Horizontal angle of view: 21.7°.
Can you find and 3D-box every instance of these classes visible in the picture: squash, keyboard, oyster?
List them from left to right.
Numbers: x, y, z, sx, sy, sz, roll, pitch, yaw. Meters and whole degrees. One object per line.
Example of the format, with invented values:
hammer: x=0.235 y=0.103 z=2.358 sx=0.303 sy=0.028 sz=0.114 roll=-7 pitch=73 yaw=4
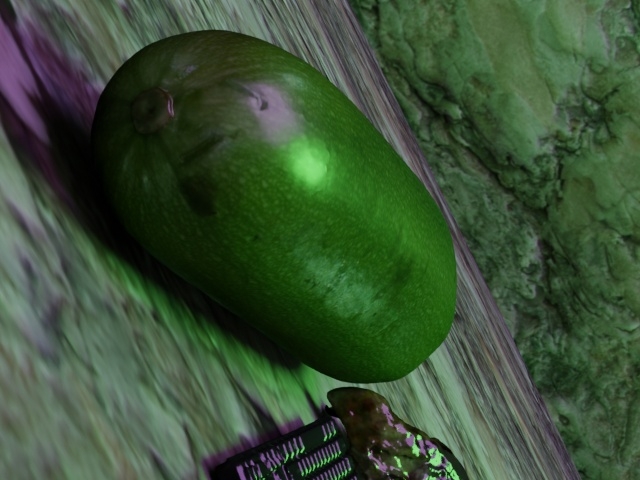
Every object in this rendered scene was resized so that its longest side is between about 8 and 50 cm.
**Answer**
keyboard: x=-0.004 y=0.105 z=0.660 sx=0.061 sy=0.013 sz=0.204 roll=66 pitch=7 yaw=6
squash: x=0.000 y=0.000 z=0.710 sx=0.379 sy=0.101 sz=0.101 roll=49 pitch=18 yaw=-68
oyster: x=0.049 y=0.126 z=0.833 sx=0.148 sy=0.051 sz=0.103 roll=47 pitch=10 yaw=-37
